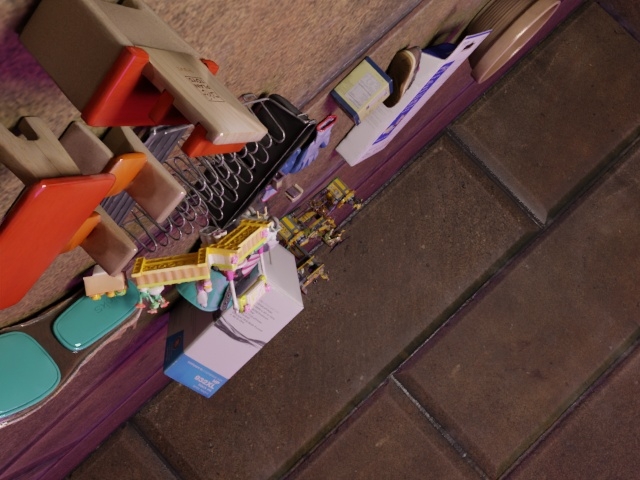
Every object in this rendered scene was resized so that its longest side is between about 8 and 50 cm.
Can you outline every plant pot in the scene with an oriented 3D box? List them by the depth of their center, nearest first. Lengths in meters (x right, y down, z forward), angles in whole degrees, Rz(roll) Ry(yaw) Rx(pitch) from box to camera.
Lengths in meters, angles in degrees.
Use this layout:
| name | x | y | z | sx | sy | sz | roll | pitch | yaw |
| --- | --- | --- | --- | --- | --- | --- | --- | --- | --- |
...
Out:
| name | x | y | z | sx | sy | sz | roll | pitch | yaw |
| --- | --- | --- | --- | --- | --- | --- | --- | --- | --- |
| plant pot | 0.406 | -0.475 | 1.389 | 0.237 | 0.109 | 0.237 | -42 | 175 | -4 |

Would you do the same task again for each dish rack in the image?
| name | x | y | z | sx | sy | sz | roll | pitch | yaw |
| --- | --- | --- | --- | --- | --- | --- | --- | --- | --- |
| dish rack | -0.140 | -0.071 | 0.713 | 0.208 | 0.074 | 0.271 | -47 | 173 | 32 |

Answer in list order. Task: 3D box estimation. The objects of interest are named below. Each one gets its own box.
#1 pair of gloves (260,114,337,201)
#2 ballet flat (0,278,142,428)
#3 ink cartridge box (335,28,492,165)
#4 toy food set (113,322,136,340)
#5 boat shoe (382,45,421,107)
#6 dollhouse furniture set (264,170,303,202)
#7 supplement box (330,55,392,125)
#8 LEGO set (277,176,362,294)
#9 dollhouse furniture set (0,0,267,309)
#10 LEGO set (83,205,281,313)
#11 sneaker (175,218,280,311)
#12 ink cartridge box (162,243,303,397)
| name | x | y | z | sx | sy | sz | roll | pitch | yaw |
| --- | --- | --- | --- | --- | --- | --- | --- | --- | --- |
| pair of gloves | -0.047 | -0.145 | 1.119 | 0.198 | 0.023 | 0.159 | -41 | 173 | -30 |
| ballet flat | -0.351 | 0.150 | 0.772 | 0.106 | 0.107 | 0.316 | -38 | 178 | 37 |
| ink cartridge box | 0.192 | -0.315 | 1.319 | 0.371 | 0.069 | 0.176 | -44 | 175 | 37 |
| toy food set | -0.393 | 0.175 | 1.128 | 0.122 | 0.019 | 0.078 | -31 | 170 | -29 |
| boat shoe | 0.152 | -0.302 | 1.157 | 0.049 | 0.056 | 0.152 | -36 | 173 | -22 |
| dollhouse furniture set | -0.096 | -0.087 | 0.958 | 0.114 | 0.091 | 0.081 | -38 | 158 | -25 |
| supplement box | 0.068 | -0.240 | 1.009 | 0.083 | 0.056 | 0.083 | -44 | 175 | 5 |
| LEGO set | 0.000 | 0.000 | 1.719 | 0.331 | 0.192 | 0.255 | -39 | 173 | -44 |
| dollhouse furniture set | -0.175 | -0.029 | 0.423 | 0.259 | 0.135 | 0.262 | -45 | 175 | 21 |
| LEGO set | -0.162 | 0.052 | 0.848 | 0.287 | 0.132 | 0.107 | -27 | 122 | -35 |
| sneaker | -0.177 | 0.036 | 1.108 | 0.178 | 0.124 | 0.295 | -52 | 179 | -15 |
| ink cartridge box | -0.192 | 0.151 | 1.356 | 0.307 | 0.129 | 0.223 | -44 | -154 | 15 |
